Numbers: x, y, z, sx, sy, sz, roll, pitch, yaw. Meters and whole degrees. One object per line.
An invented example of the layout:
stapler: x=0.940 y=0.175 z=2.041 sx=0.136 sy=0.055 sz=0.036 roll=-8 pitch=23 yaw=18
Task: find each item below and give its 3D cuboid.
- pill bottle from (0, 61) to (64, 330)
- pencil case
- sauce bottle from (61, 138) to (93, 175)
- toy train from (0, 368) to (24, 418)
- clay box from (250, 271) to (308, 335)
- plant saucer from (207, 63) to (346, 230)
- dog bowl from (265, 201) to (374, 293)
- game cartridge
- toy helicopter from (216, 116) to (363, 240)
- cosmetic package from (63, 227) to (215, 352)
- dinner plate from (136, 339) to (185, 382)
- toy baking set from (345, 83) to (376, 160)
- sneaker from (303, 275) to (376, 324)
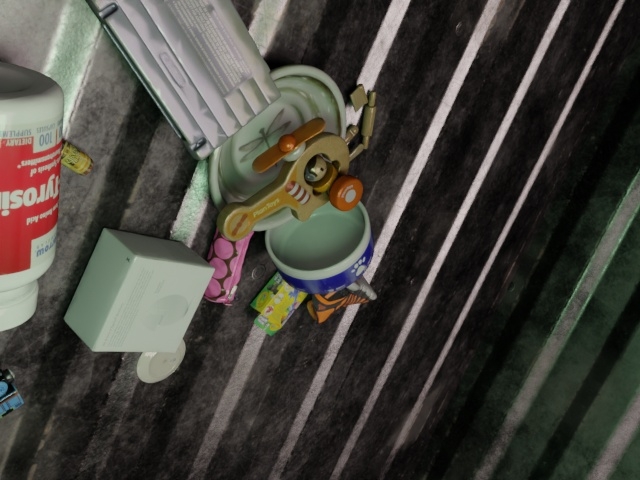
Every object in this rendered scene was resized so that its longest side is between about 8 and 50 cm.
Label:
pill bottle: x=-0.541 y=-0.065 z=1.148 sx=0.229 sy=0.229 sz=0.407 roll=-14 pitch=127 yaw=-43
pencil case: x=-0.221 y=0.048 z=1.716 sx=0.095 sy=0.098 sz=0.209 roll=1 pitch=114 yaw=-35
sauce bottle: x=-0.474 y=-0.163 z=1.310 sx=0.042 sy=0.042 sz=0.128 roll=-56 pitch=145 yaw=-2
toy train: x=-0.686 y=0.326 z=1.411 sx=0.184 sy=0.080 sz=0.105 roll=-34 pitch=145 yaw=-28
clay box: x=-0.102 y=0.149 z=1.972 sx=0.222 sy=0.053 sz=0.127 roll=-50 pitch=146 yaw=-8
plant saucer: x=-0.113 y=-0.218 z=1.638 sx=0.401 sy=0.101 sz=0.400 roll=-29 pitch=136 yaw=-32
dog bowl: x=0.000 y=0.000 z=1.796 sx=0.265 sy=0.265 sz=0.104 roll=-44 pitch=145 yaw=-17
game cartridge: x=-0.241 y=-0.357 z=1.342 sx=0.230 sy=0.068 sz=0.355 roll=-45 pitch=125 yaw=-20
toy helicopter: x=-0.077 y=-0.124 z=1.557 sx=0.355 sy=0.140 sz=0.234 roll=-35 pitch=137 yaw=-23
cosmetic package: x=-0.388 y=0.113 z=1.539 sx=0.225 sy=0.138 sz=0.224 roll=14 pitch=106 yaw=-54
dinner plate: x=-0.393 y=0.298 z=1.781 sx=0.141 sy=0.017 sz=0.141 roll=-31 pitch=138 yaw=-32
toy baking set: x=0.065 y=-0.282 z=1.863 sx=0.197 sy=0.030 sz=0.256 roll=-23 pitch=132 yaw=-34
sneaker: x=0.046 y=0.161 z=2.119 sx=0.180 sy=0.124 sz=0.321 roll=-39 pitch=157 yaw=9
